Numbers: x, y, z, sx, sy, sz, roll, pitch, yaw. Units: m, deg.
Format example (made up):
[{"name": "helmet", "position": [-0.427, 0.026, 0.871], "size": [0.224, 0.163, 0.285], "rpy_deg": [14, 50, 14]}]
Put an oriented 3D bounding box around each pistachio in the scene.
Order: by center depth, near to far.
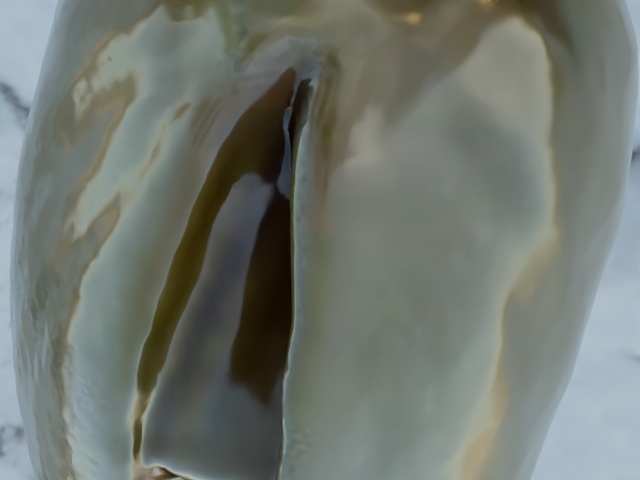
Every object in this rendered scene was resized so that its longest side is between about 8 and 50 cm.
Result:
[{"name": "pistachio", "position": [0.000, 0.000, 0.546], "size": [0.166, 0.197, 0.288], "rpy_deg": [20, 129, 13]}]
